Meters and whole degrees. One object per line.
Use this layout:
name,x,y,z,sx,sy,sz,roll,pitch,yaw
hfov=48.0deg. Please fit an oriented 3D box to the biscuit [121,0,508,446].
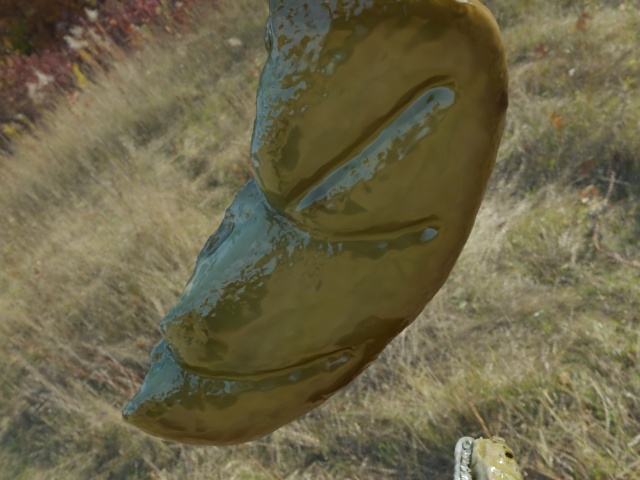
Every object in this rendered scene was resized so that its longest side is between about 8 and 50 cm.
biscuit,0.003,0.002,0.398,0.045,0.154,0.299,-114,43,-60

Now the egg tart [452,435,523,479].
egg tart,0.124,0.257,0.507,0.094,0.234,0.234,-20,27,13
